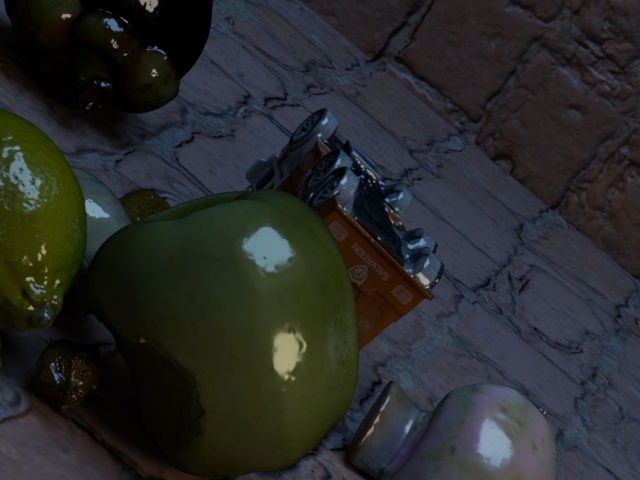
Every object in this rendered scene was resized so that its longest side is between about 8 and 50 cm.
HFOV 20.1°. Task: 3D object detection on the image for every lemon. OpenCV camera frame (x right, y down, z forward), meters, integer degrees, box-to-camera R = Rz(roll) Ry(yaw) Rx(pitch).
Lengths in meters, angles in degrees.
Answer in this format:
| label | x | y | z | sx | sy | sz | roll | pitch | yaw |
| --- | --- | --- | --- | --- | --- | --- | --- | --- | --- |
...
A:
| label | x | y | z | sx | sy | sz | roll | pitch | yaw |
| --- | --- | --- | --- | --- | --- | --- | --- | --- | --- |
| lemon | -0.301 | -0.017 | 1.640 | 0.184 | 0.184 | 0.248 | 6 | 48 | -59 |

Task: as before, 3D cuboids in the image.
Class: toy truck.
| label | x | y | z | sx | sy | sz | roll | pitch | yaw |
| --- | --- | --- | --- | --- | --- | --- | --- | --- | --- |
| toy truck | 0.000 | 0.000 | 2.139 | 0.173 | 0.207 | 0.387 | 44 | 10 | -16 |

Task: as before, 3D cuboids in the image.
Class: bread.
| label | x | y | z | sx | sy | sz | roll | pitch | yaw |
| --- | --- | --- | --- | --- | --- | --- | --- | --- | --- |
| bread | -0.184 | 0.010 | 1.976 | 0.128 | 0.069 | 0.140 | 39 | 19 | 0 |

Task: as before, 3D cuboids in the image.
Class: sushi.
| label | x | y | z | sx | sy | sz | roll | pitch | yaw |
| --- | --- | --- | --- | --- | --- | --- | --- | --- | --- |
| sushi | -0.224 | 0.119 | 1.644 | 0.060 | 0.061 | 0.118 | 12 | 25 | 4 |

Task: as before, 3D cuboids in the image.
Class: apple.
| label | x | y | z | sx | sy | sz | roll | pitch | yaw |
| --- | --- | --- | --- | --- | --- | --- | --- | --- | --- |
| apple | -0.087 | 0.077 | 1.679 | 0.279 | 0.279 | 0.279 | 34 | 18 | -13 |

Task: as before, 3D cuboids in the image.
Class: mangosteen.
| label | x | y | z | sx | sy | sz | roll | pitch | yaw |
| --- | --- | --- | --- | --- | --- | --- | --- | --- | --- |
| mangosteen | -0.263 | -0.282 | 2.275 | 0.287 | 0.233 | 0.287 | 56 | 5 | -7 |

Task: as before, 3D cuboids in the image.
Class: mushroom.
| label | x | y | z | sx | sy | sz | roll | pitch | yaw |
| --- | --- | --- | --- | --- | --- | --- | --- | --- | --- |
| mushroom | 0.158 | 0.243 | 1.914 | 0.236 | 0.162 | 0.173 | 36 | 16 | -2 |
| mushroom | -0.252 | 0.001 | 1.790 | 0.154 | 0.122 | 0.154 | 43 | -24 | 25 |
